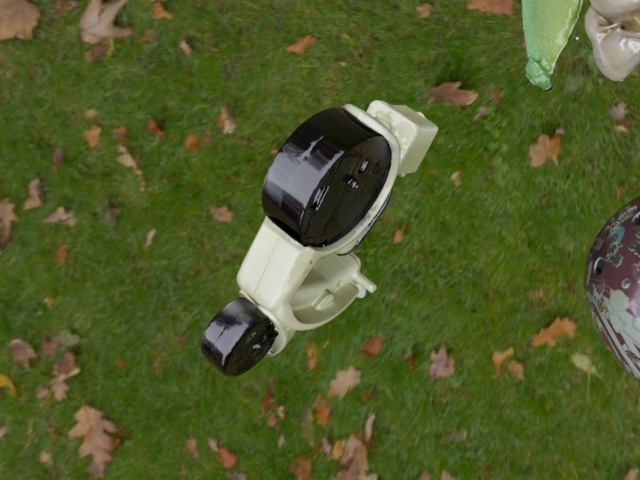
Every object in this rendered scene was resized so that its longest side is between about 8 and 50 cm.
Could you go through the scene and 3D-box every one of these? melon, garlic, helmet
[{"bbox_3d":[0.252,-0.278,0.860,0.053,0.114,0.262,9,91,-28],"label":"melon"},{"bbox_3d":[0.493,-0.382,1.257,0.185,0.203,0.281,46,127,-5],"label":"garlic"},{"bbox_3d":[0.267,0.054,0.566,0.176,0.107,0.153,33,115,1],"label":"helmet"}]

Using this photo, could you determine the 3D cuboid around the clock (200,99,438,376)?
[{"bbox_3d":[0.000,0.000,1.108,0.120,0.276,0.379,40,120,24],"label":"clock"}]
